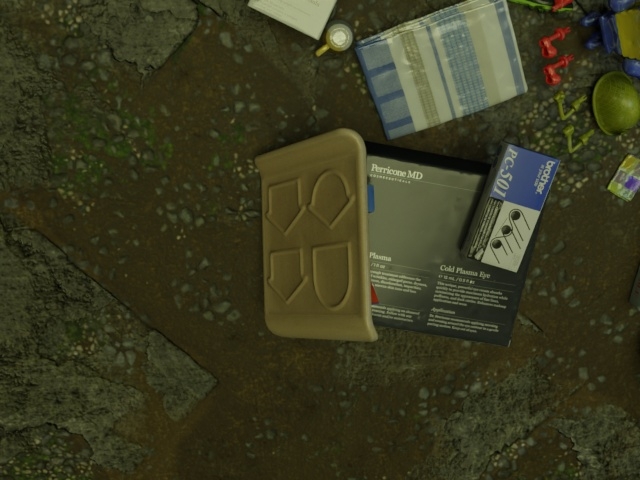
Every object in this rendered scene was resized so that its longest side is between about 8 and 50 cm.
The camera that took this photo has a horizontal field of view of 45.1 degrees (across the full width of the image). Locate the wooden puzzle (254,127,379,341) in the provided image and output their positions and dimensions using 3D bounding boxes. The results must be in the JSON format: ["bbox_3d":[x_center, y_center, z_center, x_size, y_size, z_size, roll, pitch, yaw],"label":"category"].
[{"bbox_3d":[0.000,0.000,1.360,0.081,0.322,0.347,-5,88,-34],"label":"wooden puzzle"}]

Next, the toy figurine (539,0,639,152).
[{"bbox_3d":[0.525,-0.322,1.318,0.191,0.217,0.362,-28,113,-20],"label":"toy figurine"}]

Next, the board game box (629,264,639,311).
[{"bbox_3d":[0.815,0.010,1.525,0.318,0.066,0.318,10,106,-5],"label":"board game box"}]

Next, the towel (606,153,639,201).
[{"bbox_3d":[0.606,-0.124,1.510,0.060,0.009,0.083,28,103,-10],"label":"towel"}]

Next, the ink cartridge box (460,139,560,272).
[{"bbox_3d":[0.323,-0.057,1.319,0.097,0.046,0.207,16,103,-8],"label":"ink cartridge box"}]

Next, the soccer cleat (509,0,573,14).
[{"bbox_3d":[0.374,-0.456,1.386,0.179,0.060,0.072,14,103,-3],"label":"soccer cleat"}]

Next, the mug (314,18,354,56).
[{"bbox_3d":[0.030,-0.362,1.399,0.062,0.064,0.078,19,105,-8],"label":"mug"}]

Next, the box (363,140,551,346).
[{"bbox_3d":[0.209,0.001,1.447,0.343,0.179,0.312,10,105,-5],"label":"box"}]

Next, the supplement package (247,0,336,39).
[{"bbox_3d":[-0.013,-0.488,1.326,0.139,0.134,0.244,24,104,-8],"label":"supplement package"}]

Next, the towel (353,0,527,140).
[{"bbox_3d":[0.225,-0.320,1.414,0.285,0.034,0.209,-19,116,9],"label":"towel"}]
